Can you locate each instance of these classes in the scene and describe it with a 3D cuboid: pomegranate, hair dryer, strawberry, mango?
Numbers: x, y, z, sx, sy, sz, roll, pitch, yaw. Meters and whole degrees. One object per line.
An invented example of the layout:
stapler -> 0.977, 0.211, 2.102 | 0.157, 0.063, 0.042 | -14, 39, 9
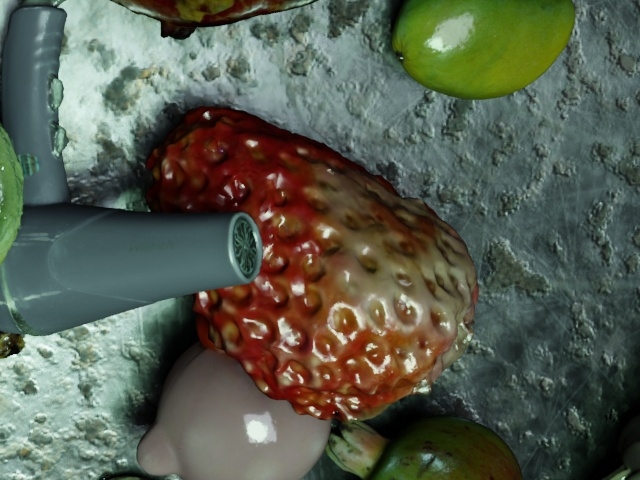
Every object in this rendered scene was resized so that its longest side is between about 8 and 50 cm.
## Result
pomegranate -> 0.099, 0.250, 1.531 | 0.210, 0.180, 0.180 | 36, 89, 12
hair dryer -> -0.209, -0.101, 1.313 | 0.301, 0.121, 0.361 | -7, 87, 22
strawberry -> 0.000, 0.000, 1.370 | 0.336, 0.149, 0.265 | 44, 49, -6
mango -> 0.161, -0.197, 1.471 | 0.191, 0.085, 0.122 | 4, 99, -20

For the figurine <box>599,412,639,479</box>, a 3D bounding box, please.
figurine -> 0.344, 0.313, 1.602 | 0.381, 0.203, 0.248 | -33, 116, -8

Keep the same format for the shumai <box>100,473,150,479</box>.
shumai -> -0.178, 0.306, 1.455 | 0.146, 0.116, 0.145 | -4, 105, -17

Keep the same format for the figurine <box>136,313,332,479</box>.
figurine -> -0.073, 0.169, 1.433 | 0.173, 0.173, 0.173 | -5, 105, -19

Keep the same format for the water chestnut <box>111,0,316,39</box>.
water chestnut -> -0.097, -0.289, 1.272 | 0.300, 0.300, 0.300 | -5, 105, -19

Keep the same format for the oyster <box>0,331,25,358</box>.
oyster -> -0.425, 0.138, 1.353 | 0.345, 0.078, 0.128 | -21, 101, -12

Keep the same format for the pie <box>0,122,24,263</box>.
pie -> -0.381, -0.037, 1.269 | 0.277, 0.078, 0.277 | 2, 97, 16
